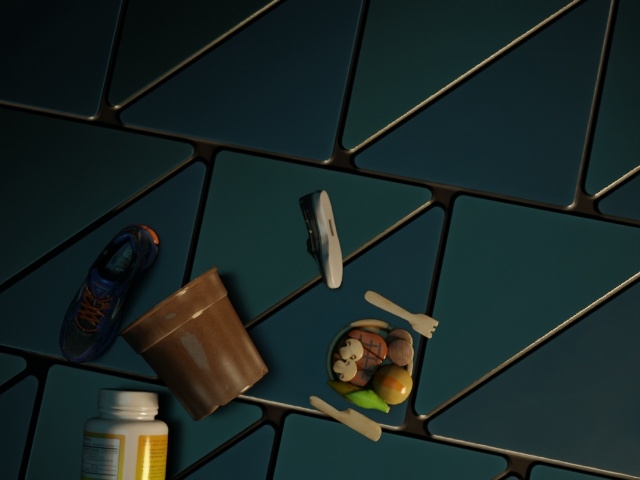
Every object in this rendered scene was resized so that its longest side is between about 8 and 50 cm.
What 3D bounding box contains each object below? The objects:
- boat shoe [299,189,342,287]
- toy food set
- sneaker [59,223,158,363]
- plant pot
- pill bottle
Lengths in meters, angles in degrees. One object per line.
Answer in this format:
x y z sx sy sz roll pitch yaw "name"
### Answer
0.000 0.000 1.827 0.040 0.049 0.142 -12 82 23 "boat shoe"
0.072 0.173 1.804 0.132 0.038 0.192 27 87 7 "toy food set"
-0.312 0.071 1.822 0.083 0.087 0.221 25 87 7 "sneaker"
-0.167 0.148 1.775 0.167 0.167 0.165 -35 91 1 "plant pot"
-0.274 0.316 1.780 0.117 0.117 0.215 3 85 5 "pill bottle"
